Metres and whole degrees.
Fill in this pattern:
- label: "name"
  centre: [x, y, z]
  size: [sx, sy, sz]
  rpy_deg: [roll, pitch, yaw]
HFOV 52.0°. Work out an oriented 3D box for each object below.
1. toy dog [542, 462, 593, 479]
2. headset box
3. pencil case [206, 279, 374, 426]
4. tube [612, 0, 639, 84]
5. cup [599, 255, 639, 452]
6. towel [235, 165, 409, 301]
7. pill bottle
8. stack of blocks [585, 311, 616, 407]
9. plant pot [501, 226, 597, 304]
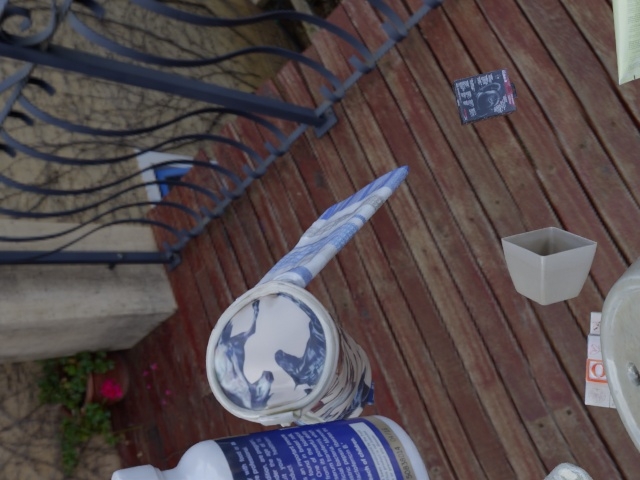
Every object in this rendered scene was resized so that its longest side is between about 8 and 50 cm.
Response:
- label: "toy dog"
  centre: [0.288, 0.463, 0.744]
  size: [0.285, 0.408, 0.395]
  rpy_deg: [14, 103, 34]
- label: "headset box"
  centre: [0.236, -0.204, 0.930]
  size: [0.083, 0.032, 0.062]
  rpy_deg: [-14, 89, 5]
- label: "pencil case"
  centre: [-0.023, 0.182, 0.907]
  size: [0.160, 0.410, 0.183]
  rpy_deg: [-22, 70, 4]
- label: "tube"
  centre: [0.617, -0.440, 1.308]
  size: [0.070, 0.062, 0.240]
  rpy_deg: [-9, 108, 17]
- label: "cup"
  centre: [0.357, 0.080, 0.478]
  size: [0.331, 0.237, 0.330]
  rpy_deg: [168, 90, -86]
- label: "towel"
  centre: [0.000, 0.000, 0.987]
  size: [0.034, 0.285, 0.209]
  rpy_deg: [49, 146, -7]
- label: "pill bottle"
  centre: [-0.045, 0.249, 0.587]
  size: [0.153, 0.265, 0.153]
  rpy_deg: [179, 90, -65]
- label: "stack of blocks"
  centre: [0.588, 0.233, 1.324]
  size: [0.087, 0.297, 0.171]
  rpy_deg: [2, 85, 24]
- label: "plant pot"
  centre: [0.376, 0.045, 1.085]
  size: [0.109, 0.109, 0.096]
  rpy_deg: [-145, 46, -64]
